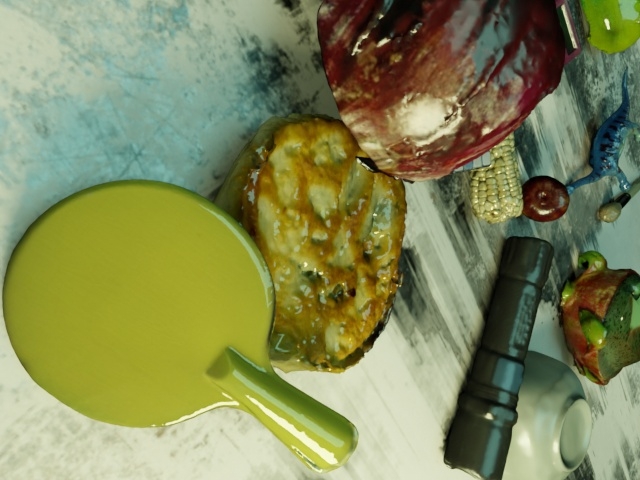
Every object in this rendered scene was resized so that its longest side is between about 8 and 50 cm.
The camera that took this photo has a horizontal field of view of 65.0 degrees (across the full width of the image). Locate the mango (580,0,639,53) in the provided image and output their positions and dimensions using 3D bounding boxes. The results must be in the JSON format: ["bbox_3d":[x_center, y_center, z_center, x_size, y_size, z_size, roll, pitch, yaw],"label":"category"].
[{"bbox_3d":[0.609,-0.477,1.045,0.178,0.100,0.119,43,69,-23],"label":"mango"}]

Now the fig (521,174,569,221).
[{"bbox_3d":[0.417,-0.073,0.940,0.125,0.088,0.089,11,85,-66],"label":"fig"}]

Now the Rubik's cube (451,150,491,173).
[{"bbox_3d":[0.180,-0.144,0.727,0.092,0.092,0.092,-15,102,-37],"label":"Rubik's cube"}]

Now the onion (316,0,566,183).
[{"bbox_3d":[0.140,-0.224,0.521,0.314,0.146,0.280,-49,121,-6],"label":"onion"}]

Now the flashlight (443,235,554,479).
[{"bbox_3d":[0.308,0.185,0.856,0.103,0.103,0.424,30,72,-36],"label":"flashlight"}]

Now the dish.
[{"bbox_3d":[0.414,0.339,0.927,0.256,0.117,0.256,-2,93,-38],"label":"dish"}]

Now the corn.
[{"bbox_3d":[0.278,-0.133,0.819,0.087,0.087,0.211,-13,95,-37],"label":"corn"}]

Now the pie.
[{"bbox_3d":[0.000,0.000,0.601,0.315,0.092,0.315,-4,96,-43],"label":"pie"}]

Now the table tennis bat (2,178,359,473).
[{"bbox_3d":[-0.108,0.101,0.472,0.368,0.054,0.224,40,90,-14],"label":"table tennis bat"}]

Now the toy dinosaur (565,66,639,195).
[{"bbox_3d":[0.634,-0.201,1.098,0.144,0.076,0.329,34,82,-27],"label":"toy dinosaur"}]

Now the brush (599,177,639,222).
[{"bbox_3d":[0.747,-0.107,1.217,0.299,0.039,0.042,-27,70,-36],"label":"brush"}]

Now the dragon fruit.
[{"bbox_3d":[0.621,0.169,1.080,0.268,0.130,0.295,-22,106,-30],"label":"dragon fruit"}]

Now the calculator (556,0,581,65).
[{"bbox_3d":[0.428,-0.373,0.950,0.190,0.034,0.127,-43,118,-22],"label":"calculator"}]
